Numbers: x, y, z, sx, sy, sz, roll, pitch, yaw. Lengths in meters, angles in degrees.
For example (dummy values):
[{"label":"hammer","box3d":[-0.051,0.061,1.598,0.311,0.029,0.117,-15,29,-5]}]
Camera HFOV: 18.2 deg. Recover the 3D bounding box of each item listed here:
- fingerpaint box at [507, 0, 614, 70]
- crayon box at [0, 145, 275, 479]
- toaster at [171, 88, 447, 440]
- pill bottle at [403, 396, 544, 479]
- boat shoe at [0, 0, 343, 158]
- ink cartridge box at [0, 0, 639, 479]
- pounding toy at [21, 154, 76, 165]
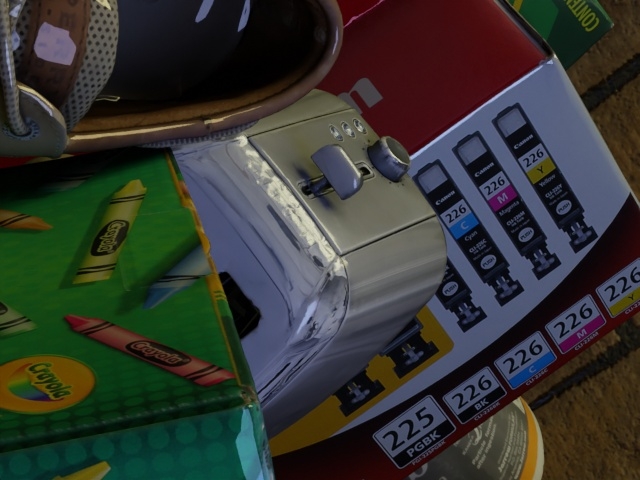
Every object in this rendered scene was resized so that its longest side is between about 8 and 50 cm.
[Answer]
[{"label":"fingerpaint box","box3d":[-0.065,-0.200,1.445,0.445,0.371,0.163,48,-1,-29]},{"label":"crayon box","box3d":[-0.059,0.083,0.596,0.278,0.081,0.165,-120,-160,-72]},{"label":"toaster","box3d":[-0.060,0.032,0.882,0.129,0.227,0.146,54,19,8]},{"label":"pill bottle","box3d":[0.022,0.101,1.354,0.278,0.162,0.162,45,7,-40]},{"label":"boat shoe","box3d":[-0.114,-0.082,0.617,0.116,0.123,0.324,21,20,36]},{"label":"ink cartridge box","box3d":[0.000,0.000,1.092,0.272,0.309,0.130,52,3,-42]},{"label":"pounding toy","box3d":[-0.160,-0.091,0.733,0.237,0.110,0.183,56,27,10]}]
